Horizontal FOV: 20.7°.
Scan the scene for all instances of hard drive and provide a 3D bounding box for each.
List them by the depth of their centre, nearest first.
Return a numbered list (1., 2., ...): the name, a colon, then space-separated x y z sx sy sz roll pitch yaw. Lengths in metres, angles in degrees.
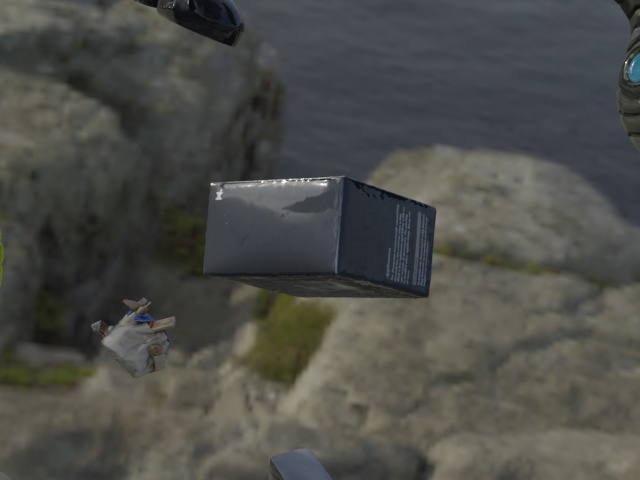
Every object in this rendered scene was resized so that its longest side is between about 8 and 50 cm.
1. hard drive: 0.027 0.349 1.909 0.054 0.172 0.255 -30 74 -12

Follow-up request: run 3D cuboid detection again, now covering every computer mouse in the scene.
1. computer mouse: -0.116 -0.210 1.534 0.071 0.041 0.242 20 7 -23

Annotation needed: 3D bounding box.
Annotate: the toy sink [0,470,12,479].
1. toy sink: -0.370 0.259 1.413 0.153 0.234 0.131 39 -2 -10

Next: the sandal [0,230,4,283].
1. sandal: -0.426 -0.033 1.774 0.138 0.317 0.126 2 40 26

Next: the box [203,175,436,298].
1. box: 0.000 0.000 1.634 0.156 0.093 0.158 -1 -11 36

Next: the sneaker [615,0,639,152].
1. sneaker: 0.382 -0.202 1.803 0.139 0.125 0.341 27 47 -33

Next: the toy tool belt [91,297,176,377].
1. toy tool belt: -0.130 0.067 1.266 0.052 0.051 0.083 49 -5 -18
